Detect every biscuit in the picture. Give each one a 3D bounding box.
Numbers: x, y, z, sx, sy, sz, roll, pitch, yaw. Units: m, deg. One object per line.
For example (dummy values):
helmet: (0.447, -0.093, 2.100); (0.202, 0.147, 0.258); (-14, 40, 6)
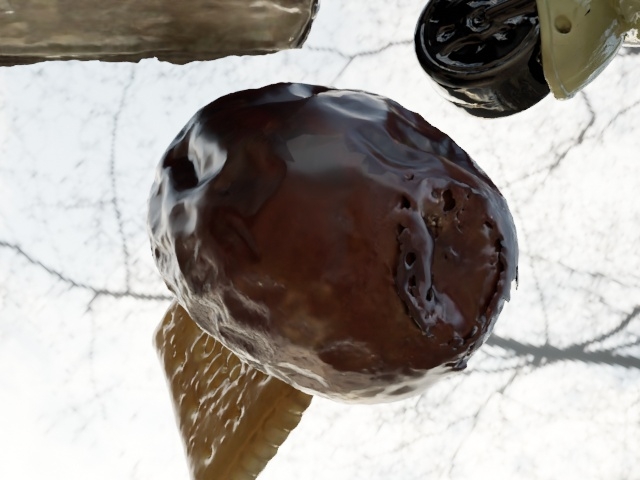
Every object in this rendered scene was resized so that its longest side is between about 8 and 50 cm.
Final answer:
biscuit: (-0.079, 0.098, 1.070); (0.030, 0.250, 0.160); (23, -66, -29)

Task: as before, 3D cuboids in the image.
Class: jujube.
jujube: (0.000, 0.000, 0.737); (0.243, 0.183, 0.183); (18, -39, 58)

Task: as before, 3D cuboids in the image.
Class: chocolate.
chocolate: (-0.150, -0.196, 0.905); (0.303, 0.100, 0.185); (-5, -14, -9)

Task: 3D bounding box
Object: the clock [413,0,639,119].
clock: (0.227, -0.255, 0.894); (0.276, 0.379, 0.120); (3, -24, 31)
